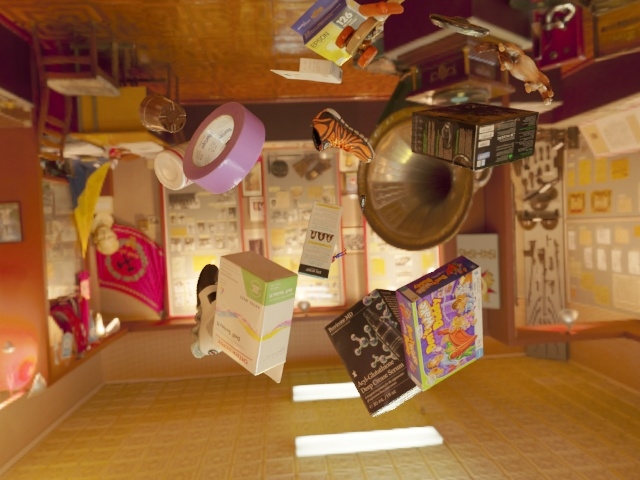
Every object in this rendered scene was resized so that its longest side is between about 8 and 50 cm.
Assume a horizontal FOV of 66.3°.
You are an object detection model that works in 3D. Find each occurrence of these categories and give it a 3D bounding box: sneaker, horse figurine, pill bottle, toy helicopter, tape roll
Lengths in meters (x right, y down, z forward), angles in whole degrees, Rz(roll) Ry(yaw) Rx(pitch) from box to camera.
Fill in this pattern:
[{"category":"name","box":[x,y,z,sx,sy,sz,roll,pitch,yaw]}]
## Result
[{"category":"sneaker","box":[-0.337,0.223,1.642,0.146,0.330,0.122,-12,149,14]},{"category":"horse figurine","box":[0.526,-0.451,1.293,0.066,0.263,0.174,-49,180,35]},{"category":"pill bottle","box":[-0.511,-0.321,1.975,0.160,0.160,0.283,-1,-156,33]},{"category":"toy helicopter","box":[0.213,-0.793,1.711,0.140,0.355,0.235,41,174,-1]},{"category":"tape roll","box":[-0.297,-0.282,1.494,0.275,0.274,0.090,-1,156,42]},{"category":"sneaker","box":[0.081,-0.435,2.213,0.180,0.321,0.124,-47,176,-28]}]

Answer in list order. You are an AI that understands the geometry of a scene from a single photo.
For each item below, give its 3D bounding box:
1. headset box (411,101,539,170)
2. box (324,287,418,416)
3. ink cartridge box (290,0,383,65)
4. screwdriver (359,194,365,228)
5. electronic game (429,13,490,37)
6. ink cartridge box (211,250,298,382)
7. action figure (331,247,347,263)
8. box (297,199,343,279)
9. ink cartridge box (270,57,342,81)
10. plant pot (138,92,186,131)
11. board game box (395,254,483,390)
[{"category":"headset box","box":[0.439,-0.318,1.446,0.246,0.131,0.283,-16,-152,-26]},{"category":"box","box":[0.256,0.432,1.938,0.293,0.395,0.212,-41,152,21]},{"category":"ink cartridge box","box":[0.073,-0.958,2.224,0.307,0.072,0.304,13,156,-37]},{"category":"screwdriver","box":[0.178,-0.119,2.109,0.025,0.169,0.024,-25,-138,-31]},{"category":"electronic game","box":[0.516,-0.804,1.821,0.229,0.048,0.229,11,-150,-6]},{"category":"ink cartridge box","box":[-0.195,0.230,1.387,0.207,0.353,0.119,23,-157,37]},{"category":"action figure","box":[0.075,0.079,2.360,0.115,0.038,0.030,-34,-123,-18]},{"category":"box","box":[0.000,0.000,1.595,0.101,0.244,0.060,13,170,0]},{"category":"ink cartridge box","box":[-0.049,-0.689,1.983,0.239,0.060,0.275,9,-167,9]},{"category":"plant pot","box":[-0.682,-0.551,2.150,0.167,0.166,0.165,-4,-159,-44]},{"category":"board game box","box":[0.351,0.243,1.416,0.233,0.347,0.078,-25,-146,-17]}]
